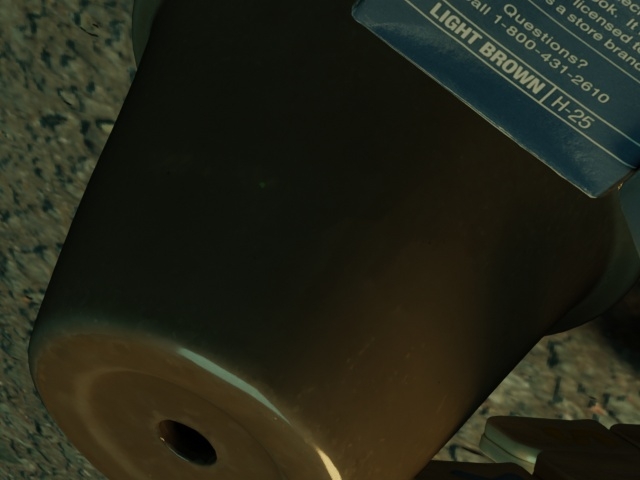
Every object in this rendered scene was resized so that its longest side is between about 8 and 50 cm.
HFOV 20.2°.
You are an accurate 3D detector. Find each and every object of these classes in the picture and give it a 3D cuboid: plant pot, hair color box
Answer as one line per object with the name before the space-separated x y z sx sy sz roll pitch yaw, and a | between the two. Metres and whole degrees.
plant pot | 0.000 0.000 0.755 0.263 0.229 0.263 21 145 16
hair color box | 0.152 -0.164 0.454 0.105 0.174 0.347 36 148 -5

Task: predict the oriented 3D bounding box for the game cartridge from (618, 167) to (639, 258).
game cartridge | 0.257 -0.085 0.437 0.355 0.230 0.068 -46 60 58

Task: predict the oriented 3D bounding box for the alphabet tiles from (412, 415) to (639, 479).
alphabet tiles | 0.184 0.126 0.764 0.278 0.021 0.284 7 -170 -21
